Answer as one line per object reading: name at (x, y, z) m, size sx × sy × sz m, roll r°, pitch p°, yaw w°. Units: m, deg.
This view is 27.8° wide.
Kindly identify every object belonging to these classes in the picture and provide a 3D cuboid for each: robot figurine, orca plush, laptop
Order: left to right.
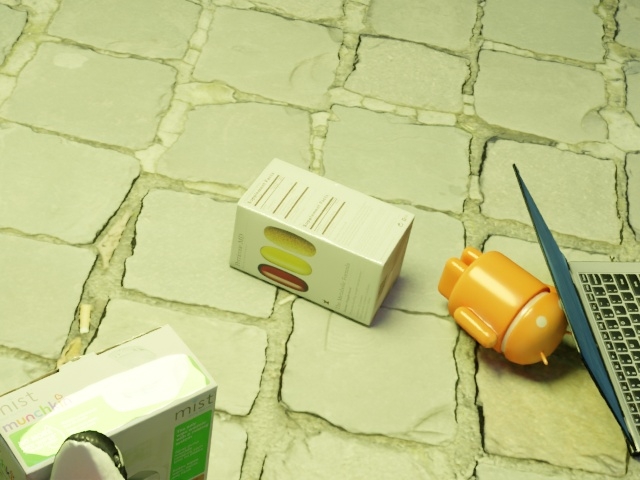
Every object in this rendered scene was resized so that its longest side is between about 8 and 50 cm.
orca plush at (-0.231, 0.339, 1.478) m, size 0.151 × 0.287 × 0.102 m, roll -14°, pitch 10°, yaw 26°
robot figurine at (0.283, 0.100, 1.956) m, size 0.219 × 0.128 × 0.158 m, roll 38°, pitch 7°, yaw 25°
laptop at (0.492, 0.098, 1.924) m, size 0.408 × 0.236 × 0.382 m, roll 1°, pitch 46°, yaw -11°

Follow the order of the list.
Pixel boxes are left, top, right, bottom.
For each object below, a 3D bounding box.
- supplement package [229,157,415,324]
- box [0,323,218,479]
supplement package at (0.000, 0.000, 1.991) m, size 0.244 × 0.139 × 0.134 m, roll 22°, pitch 44°, yaw 13°
box at (-0.274, 0.258, 1.603) m, size 0.262 × 0.231 × 0.127 m, roll -22°, pitch 52°, yaw -31°
